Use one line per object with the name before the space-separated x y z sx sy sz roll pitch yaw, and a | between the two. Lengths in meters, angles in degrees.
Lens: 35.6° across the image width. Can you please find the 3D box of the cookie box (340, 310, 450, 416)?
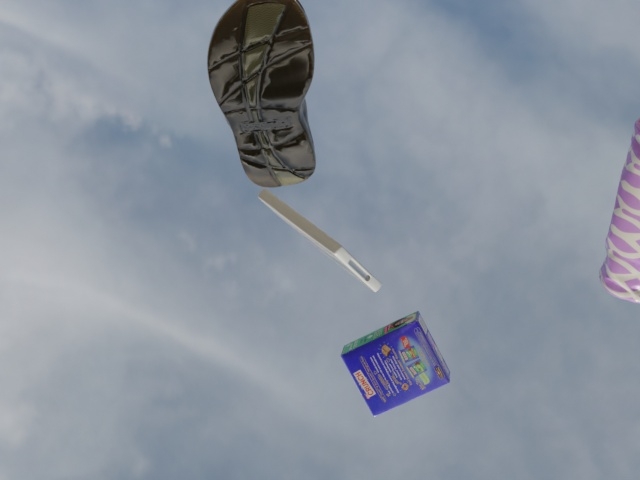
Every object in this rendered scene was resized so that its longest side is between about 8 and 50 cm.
cookie box | 0.093 0.153 1.234 0.107 0.040 0.092 -26 -83 13

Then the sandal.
sandal | -0.042 -0.131 0.852 0.090 0.219 0.060 -6 -126 5

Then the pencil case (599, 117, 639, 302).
pencil case | 0.341 -0.035 1.019 0.086 0.206 0.088 7 -148 2

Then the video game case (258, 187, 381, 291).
video game case | 0.000 0.000 1.345 0.157 0.143 0.019 37 -93 34
